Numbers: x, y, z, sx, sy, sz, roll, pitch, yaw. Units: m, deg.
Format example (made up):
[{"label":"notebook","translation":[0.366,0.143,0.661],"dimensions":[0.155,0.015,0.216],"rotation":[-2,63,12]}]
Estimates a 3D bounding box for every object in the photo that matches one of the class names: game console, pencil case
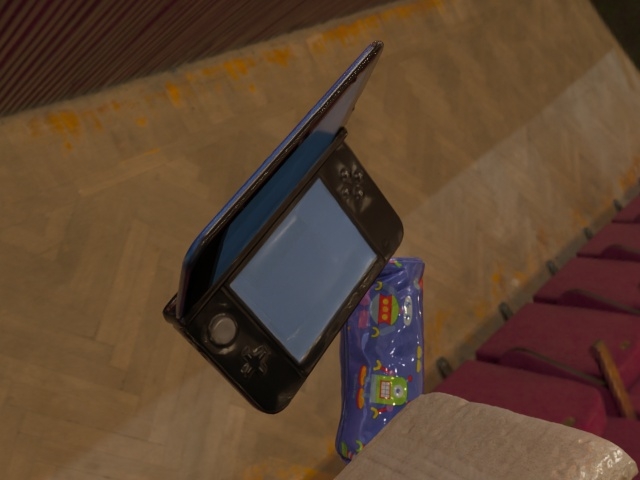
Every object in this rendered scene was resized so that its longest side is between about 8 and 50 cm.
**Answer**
[{"label":"game console","translation":[0.000,0.000,0.659],"dimensions":[0.250,0.173,0.293],"rotation":[52,60,-25]},{"label":"pencil case","translation":[0.081,0.166,0.926],"dimensions":[0.133,0.119,0.305],"rotation":[4,80,-15]}]

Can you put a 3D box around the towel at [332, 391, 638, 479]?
[{"label":"towel","translation":[0.095,0.212,0.536],"dimensions":[0.187,0.282,0.049],"rotation":[-42,99,-17]}]
